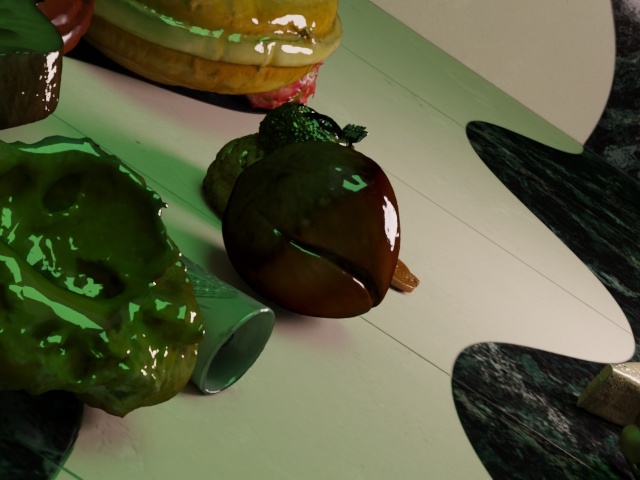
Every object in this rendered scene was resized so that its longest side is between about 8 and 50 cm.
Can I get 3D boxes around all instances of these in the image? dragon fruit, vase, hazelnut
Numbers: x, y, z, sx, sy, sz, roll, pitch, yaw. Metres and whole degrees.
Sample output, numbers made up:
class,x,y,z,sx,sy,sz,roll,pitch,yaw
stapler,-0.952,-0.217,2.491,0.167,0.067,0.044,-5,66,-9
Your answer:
class,x,y,z,sx,sy,sz,roll,pitch,yaw
dragon fruit,-0.062,-0.231,2.291,0.153,0.153,0.111,-118,-168,-56
vase,-0.152,0.037,1.405,0.219,0.096,0.096,38,17,21
hazelnut,0.000,0.000,1.655,0.208,0.208,0.208,31,17,-11

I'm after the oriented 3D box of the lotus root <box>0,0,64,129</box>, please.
class,x,y,z,sx,sy,sz,roll,pitch,yaw
lotus root,-0.396,-0.169,1.258,0.374,0.111,0.390,9,23,3

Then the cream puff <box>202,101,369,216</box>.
class,x,y,z,sx,sy,sz,roll,pitch,yaw
cream puff,-0.026,-0.086,1.828,0.183,0.169,0.183,31,16,-10

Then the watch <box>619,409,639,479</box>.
class,x,y,z,sx,sy,sz,roll,pitch,yaw
watch,0.582,0.283,1.868,0.335,0.314,0.327,34,1,36

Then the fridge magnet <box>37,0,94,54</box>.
class,x,y,z,sx,sy,sz,roll,pitch,yaw
fridge magnet,-0.410,-0.299,1.603,0.363,0.155,0.364,20,40,-18

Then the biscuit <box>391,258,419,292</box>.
class,x,y,z,sx,sy,sz,roll,pitch,yaw
biscuit,0.093,0.039,1.973,0.078,0.015,0.091,30,18,-19

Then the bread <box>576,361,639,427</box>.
class,x,y,z,sx,sy,sz,roll,pitch,yaw
bread,0.394,0.189,2.022,0.152,0.077,0.105,28,22,-30

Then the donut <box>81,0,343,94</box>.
class,x,y,z,sx,sy,sz,roll,pitch,yaw
donut,-0.178,-0.355,2.123,0.448,0.198,0.449,19,28,-11

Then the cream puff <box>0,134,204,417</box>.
class,x,y,z,sx,sy,sz,roll,pitch,yaw
cream puff,-0.210,0.014,1.199,0.281,0.185,0.282,32,14,-9
